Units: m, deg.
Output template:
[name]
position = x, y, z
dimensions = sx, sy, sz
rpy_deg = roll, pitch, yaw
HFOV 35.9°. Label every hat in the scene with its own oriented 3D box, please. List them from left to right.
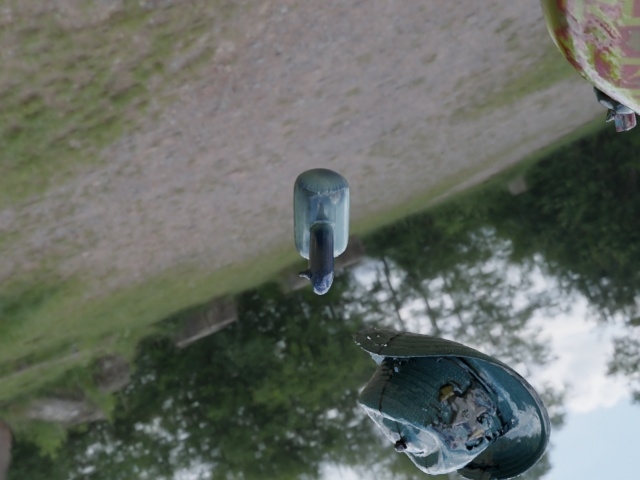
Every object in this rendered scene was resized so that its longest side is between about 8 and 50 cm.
[hat]
position = 0.077, 0.127, 0.728
dimensions = 0.078, 0.138, 0.191
rpy_deg = -42, -167, -22

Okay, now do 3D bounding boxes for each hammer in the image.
[hammer]
position = 0.000, 0.000, 1.156
dimensions = 0.069, 0.116, 0.194
rpy_deg = 2, -149, 0

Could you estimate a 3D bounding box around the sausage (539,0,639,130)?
[sausage]
position = 0.165, -0.166, 0.519
dimensions = 0.117, 0.125, 0.317
rpy_deg = -40, 151, -14
